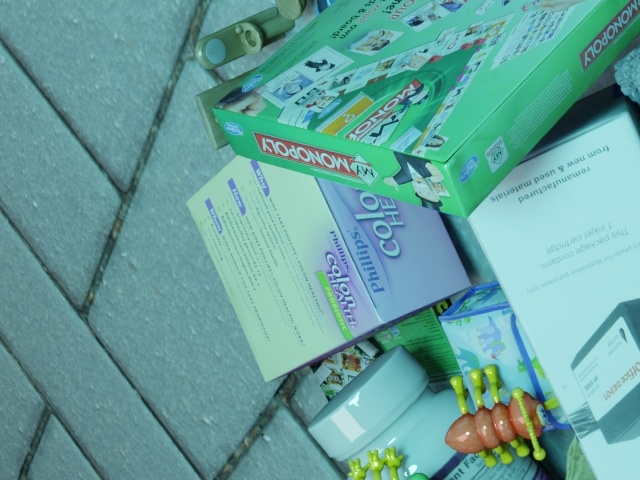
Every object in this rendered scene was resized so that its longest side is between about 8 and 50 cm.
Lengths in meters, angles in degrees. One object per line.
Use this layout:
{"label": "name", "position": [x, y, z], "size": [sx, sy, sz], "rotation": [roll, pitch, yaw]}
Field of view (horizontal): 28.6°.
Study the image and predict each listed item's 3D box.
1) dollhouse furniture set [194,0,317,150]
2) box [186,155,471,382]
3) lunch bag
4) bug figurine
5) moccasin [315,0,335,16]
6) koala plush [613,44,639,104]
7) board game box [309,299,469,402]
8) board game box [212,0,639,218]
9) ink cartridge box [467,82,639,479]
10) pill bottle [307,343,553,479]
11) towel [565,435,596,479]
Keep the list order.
{"label": "dollhouse furniture set", "position": [-0.036, -0.175, 1.181], "size": [0.151, 0.123, 0.144], "rotation": [3, 117, 51]}
{"label": "box", "position": [0.000, 0.000, 1.248], "size": [0.243, 0.117, 0.213], "rotation": [-35, 78, 56]}
{"label": "lunch bag", "position": [0.201, 0.099, 1.121], "size": [0.151, 0.096, 0.128], "rotation": [-14, 103, 35]}
{"label": "bug figurine", "position": [0.146, 0.262, 1.085], "size": [0.216, 0.072, 0.279], "rotation": [-24, 94, 12]}
{"label": "moccasin", "position": [0.044, -0.265, 1.030], "size": [0.117, 0.138, 0.342], "rotation": [166, 94, -81]}
{"label": "koala plush", "position": [0.312, -0.071, 0.775], "size": [0.221, 0.196, 0.203], "rotation": [52, -179, 2]}
{"label": "board game box", "position": [0.076, 0.137, 1.357], "size": [0.260, 0.030, 0.136], "rotation": [-19, 97, 55]}
{"label": "board game box", "position": [0.106, -0.151, 0.850], "size": [0.213, 0.317, 0.046], "rotation": [19, 144, 44]}
{"label": "ink cartridge box", "position": [0.230, 0.056, 0.911], "size": [0.129, 0.223, 0.307], "rotation": [-25, 96, 16]}
{"label": "pill bottle", "position": [0.132, 0.252, 1.210], "size": [0.301, 0.169, 0.169], "rotation": [48, 145, 1]}
{"label": "towel", "position": [0.287, 0.193, 1.079], "size": [0.148, 0.027, 0.110], "rotation": [10, 127, 11]}
